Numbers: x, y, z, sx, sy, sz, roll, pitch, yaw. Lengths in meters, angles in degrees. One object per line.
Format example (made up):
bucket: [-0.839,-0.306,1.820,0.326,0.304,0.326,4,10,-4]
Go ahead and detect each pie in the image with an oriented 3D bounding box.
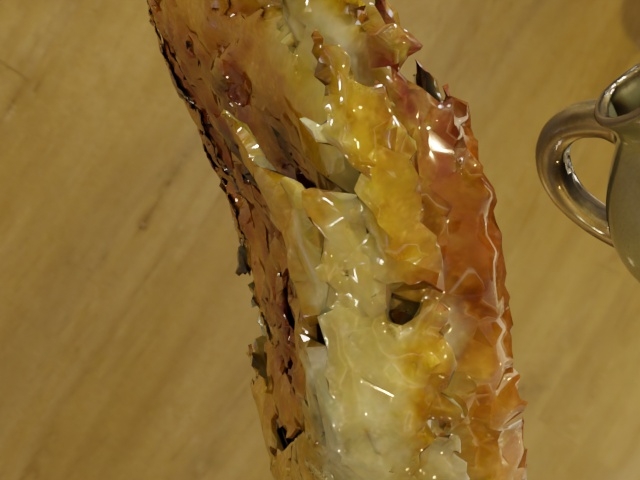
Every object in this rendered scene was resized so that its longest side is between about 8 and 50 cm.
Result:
pie: [0.001,-0.001,0.531,0.085,0.308,0.308,-15,121,-8]

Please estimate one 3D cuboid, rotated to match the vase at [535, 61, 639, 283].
vase: [0.393,-0.084,1.546,0.241,0.329,0.302,-52,126,-37]
